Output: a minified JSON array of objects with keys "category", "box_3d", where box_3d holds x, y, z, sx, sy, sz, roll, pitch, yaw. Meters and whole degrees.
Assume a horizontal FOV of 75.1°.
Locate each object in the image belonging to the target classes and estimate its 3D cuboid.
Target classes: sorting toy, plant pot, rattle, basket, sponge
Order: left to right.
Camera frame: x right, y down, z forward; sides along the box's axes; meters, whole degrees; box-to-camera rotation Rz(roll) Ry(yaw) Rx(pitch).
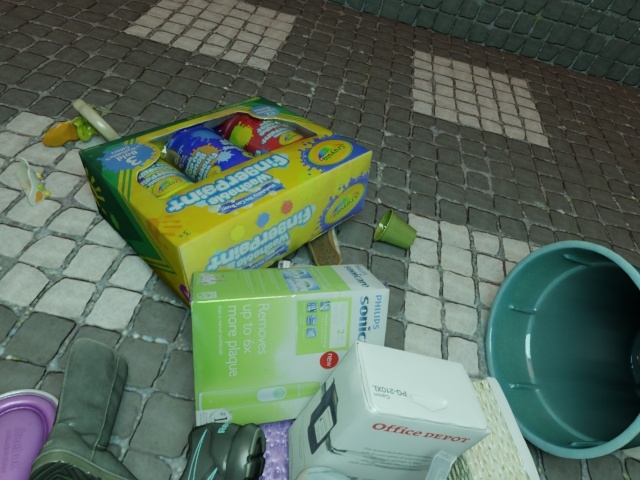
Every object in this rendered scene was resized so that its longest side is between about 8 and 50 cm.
[{"category":"sorting toy","box_3d":[-0.598,-0.129,0.858,0.044,0.075,0.083,-27,61,-32]},{"category":"rattle","box_3d":[-0.513,-0.213,0.960,0.200,0.130,0.143,47,62,-8]},{"category":"sponge","box_3d":[-0.046,0.357,0.612,0.117,0.031,0.210,-27,61,-33]},{"category":"plant pot","box_3d":[0.179,-0.019,0.968,0.079,0.083,0.083,28,48,-6]},{"category":"basket","box_3d":[0.247,0.320,0.667,0.103,0.113,0.167,-2,51,-11]},{"category":"plant pot","box_3d":[0.538,0.198,0.721,0.334,0.341,0.341,11,48,-15]}]

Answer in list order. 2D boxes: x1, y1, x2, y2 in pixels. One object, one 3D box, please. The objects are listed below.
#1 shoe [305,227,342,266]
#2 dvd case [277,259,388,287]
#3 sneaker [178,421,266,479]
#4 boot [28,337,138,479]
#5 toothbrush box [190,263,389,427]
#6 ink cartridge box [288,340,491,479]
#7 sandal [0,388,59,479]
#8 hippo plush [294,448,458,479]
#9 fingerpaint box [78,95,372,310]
[{"category":"shoe","box_3d":[0.000,0.000,0.921,0.076,0.058,0.219,-14,48,0]},{"category":"dvd case","box_3d":[0.016,0.134,0.792,0.221,0.018,0.165,10,69,-5]},{"category":"sneaker","box_3d":[-0.144,0.369,0.525,0.106,0.101,0.267,5,64,10]},{"category":"boot","box_3d":[-0.304,0.262,0.588,0.076,0.190,0.208,-29,30,-6]},{"category":"toothbrush box","box_3d":[-0.052,0.156,0.649,0.283,0.206,0.122,-1,16,-17]},{"category":"ink cartridge box","box_3d":[0.077,0.256,0.563,0.171,0.237,0.100,16,36,-18]},{"category":"sandal","box_3d":[-0.357,0.338,0.454,0.169,0.102,0.416,-7,42,-33]},{"category":"hippo plush","box_3d":[0.067,0.400,0.483,0.294,0.237,0.234,-39,44,-21]},{"category":"fingerpaint box","box_3d":[-0.180,-0.121,0.857,0.444,0.163,0.371,-31,52,-33]}]
